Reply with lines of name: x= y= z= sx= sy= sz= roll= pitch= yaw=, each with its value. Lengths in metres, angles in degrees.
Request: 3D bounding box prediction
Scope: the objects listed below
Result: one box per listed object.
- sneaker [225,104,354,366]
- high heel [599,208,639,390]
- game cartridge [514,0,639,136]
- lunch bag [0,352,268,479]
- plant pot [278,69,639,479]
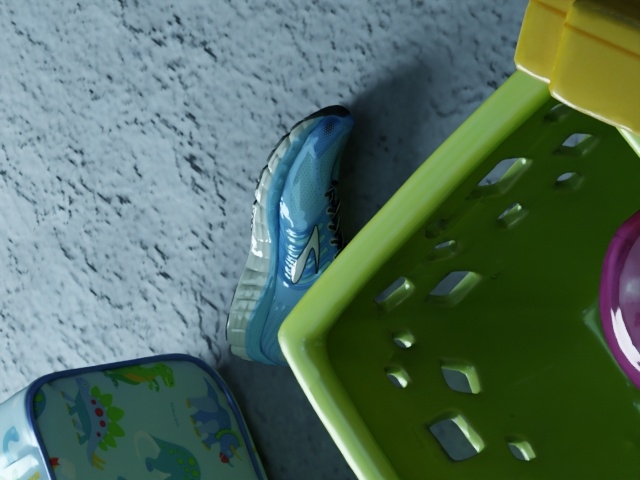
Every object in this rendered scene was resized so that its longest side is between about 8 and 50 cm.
sneaker: x=0.000 y=0.000 z=1.140 sx=0.073 sy=0.063 sz=0.162 roll=18 pitch=111 yaw=16
high heel: x=0.266 y=0.099 z=0.695 sx=0.377 sy=0.181 sz=0.127 roll=40 pitch=95 yaw=4
game cartridge: x=0.267 y=-0.045 z=0.756 sx=0.285 sy=0.323 sz=0.053 roll=28 pitch=112 yaw=32
lunch bag: x=-0.098 y=0.180 z=1.151 sx=0.090 sy=0.176 sz=0.219 roll=-33 pitch=73 yaw=40
plant pot: x=0.157 y=0.052 z=0.922 sx=0.227 sy=0.207 sz=0.228 roll=-47 pitch=68 yaw=31
